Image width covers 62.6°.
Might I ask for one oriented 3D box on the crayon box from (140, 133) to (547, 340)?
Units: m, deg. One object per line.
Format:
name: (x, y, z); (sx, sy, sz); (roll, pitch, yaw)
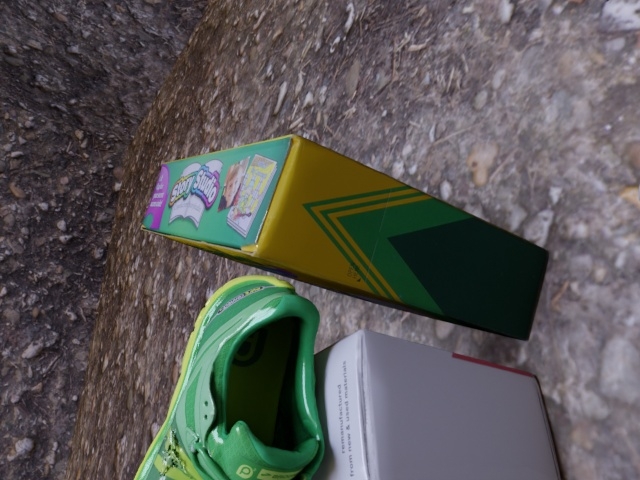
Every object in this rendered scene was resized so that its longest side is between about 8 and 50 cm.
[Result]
crayon box: (0.000, 0.000, 0.601); (0.363, 0.313, 0.106); (7, 80, 59)

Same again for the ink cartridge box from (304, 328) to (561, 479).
ink cartridge box: (0.034, 0.214, 0.520); (0.306, 0.226, 0.131); (-40, 43, 42)

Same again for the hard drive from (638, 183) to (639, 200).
hard drive: (0.346, -0.076, 0.283); (0.307, 0.040, 0.203); (-142, 47, -57)

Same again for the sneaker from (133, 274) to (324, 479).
sneaker: (-0.070, 0.167, 0.383); (0.123, 0.109, 0.295); (-9, 67, 60)
